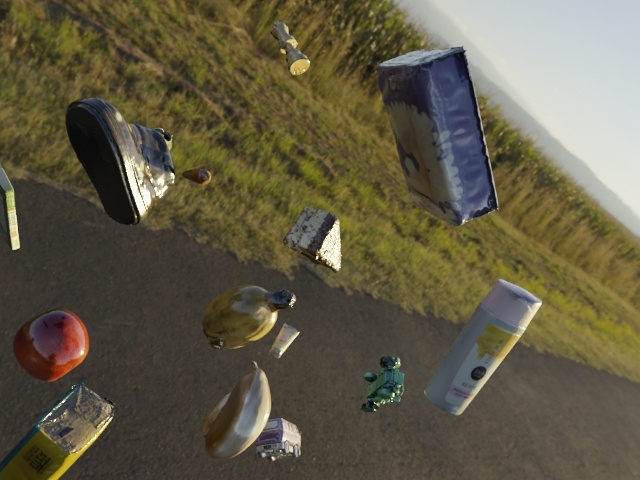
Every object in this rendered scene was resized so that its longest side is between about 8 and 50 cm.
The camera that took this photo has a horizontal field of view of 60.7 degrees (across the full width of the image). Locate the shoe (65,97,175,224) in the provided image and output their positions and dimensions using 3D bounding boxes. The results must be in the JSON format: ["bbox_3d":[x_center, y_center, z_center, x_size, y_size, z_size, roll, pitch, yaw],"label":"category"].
[{"bbox_3d":[-0.540,-0.249,1.534,0.171,0.383,0.237,6,41,22],"label":"shoe"}]

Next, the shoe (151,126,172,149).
[{"bbox_3d":[-0.583,-0.360,1.968,0.103,0.098,0.275,37,10,-18],"label":"shoe"}]

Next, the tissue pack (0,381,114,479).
[{"bbox_3d":[-0.666,0.509,1.363,0.134,0.271,0.192,43,24,-6],"label":"tissue pack"}]

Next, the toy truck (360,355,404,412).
[{"bbox_3d":[0.135,0.289,1.078,0.078,0.154,0.080,13,58,-7],"label":"toy truck"}]

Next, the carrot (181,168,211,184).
[{"bbox_3d":[-0.391,-0.199,1.676,0.048,0.048,0.216,28,-7,-34],"label":"carrot"}]

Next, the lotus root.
[{"bbox_3d":[-0.223,0.224,1.699,0.182,0.310,0.182,53,21,-30],"label":"lotus root"}]

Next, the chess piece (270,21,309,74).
[{"bbox_3d":[-0.089,-0.528,1.477,0.060,0.060,0.172,11,46,-55],"label":"chess piece"}]

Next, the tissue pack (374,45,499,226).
[{"bbox_3d":[0.241,-0.217,1.143,0.242,0.125,0.343,-133,-159,-67],"label":"tissue pack"}]

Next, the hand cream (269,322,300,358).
[{"bbox_3d":[-0.118,0.326,1.775,0.061,0.039,0.143,29,39,6],"label":"hand cream"}]

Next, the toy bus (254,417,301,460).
[{"bbox_3d":[-0.173,0.827,2.267,0.202,0.142,0.142,52,26,-52],"label":"toy bus"}]

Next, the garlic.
[{"bbox_3d":[-0.185,0.417,1.310,0.110,0.228,0.217,34,-1,-13],"label":"garlic"}]

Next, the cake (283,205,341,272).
[{"bbox_3d":[0.005,-0.002,1.537,0.112,0.135,0.246,22,-6,23],"label":"cake"}]

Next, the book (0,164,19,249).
[{"bbox_3d":[-0.856,-0.124,1.447,0.027,0.264,0.202,-23,68,-36],"label":"book"}]

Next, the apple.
[{"bbox_3d":[-0.853,0.330,1.739,0.201,0.218,0.218,53,19,-6],"label":"apple"}]

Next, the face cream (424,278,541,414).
[{"bbox_3d":[0.299,0.200,1.025,0.107,0.269,0.073,22,16,-28],"label":"face cream"}]
